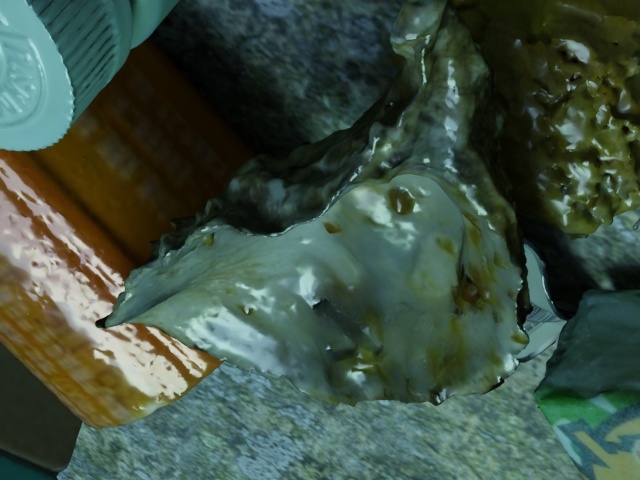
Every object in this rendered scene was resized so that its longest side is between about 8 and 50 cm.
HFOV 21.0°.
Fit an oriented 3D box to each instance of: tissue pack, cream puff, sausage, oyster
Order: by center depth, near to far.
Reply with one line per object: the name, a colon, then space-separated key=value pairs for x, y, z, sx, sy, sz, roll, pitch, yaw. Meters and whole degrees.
cream puff: x=0.126 y=-0.077 z=0.994 sx=0.189 sy=0.129 sz=0.189 roll=26 pitch=150 yaw=17
oyster: x=0.027 y=0.008 z=0.997 sx=0.204 sy=0.111 sz=0.396 roll=32 pitch=143 yaw=-17
tissue pack: x=0.310 y=0.170 z=1.152 sx=0.228 sy=0.128 sz=0.311 roll=-3 pitch=133 yaw=41
sausage: x=-0.179 y=-0.041 z=1.221 sx=0.287 sy=0.233 sz=0.233 roll=49 pitch=145 yaw=-19

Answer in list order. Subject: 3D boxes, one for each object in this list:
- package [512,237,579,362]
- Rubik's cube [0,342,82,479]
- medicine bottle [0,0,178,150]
package: x=0.083 y=0.046 z=1.230 sx=0.232 sy=0.040 sz=0.166 roll=-13 pitch=141 yaw=39
Rubik's cube: x=-0.363 y=0.130 z=1.488 sx=0.387 sy=0.358 sz=0.368 roll=15 pitch=159 yaw=-2
medicine bottle: x=-0.097 y=-0.206 z=0.846 sx=0.158 sy=0.318 sz=0.158 roll=25 pitch=148 yaw=17
